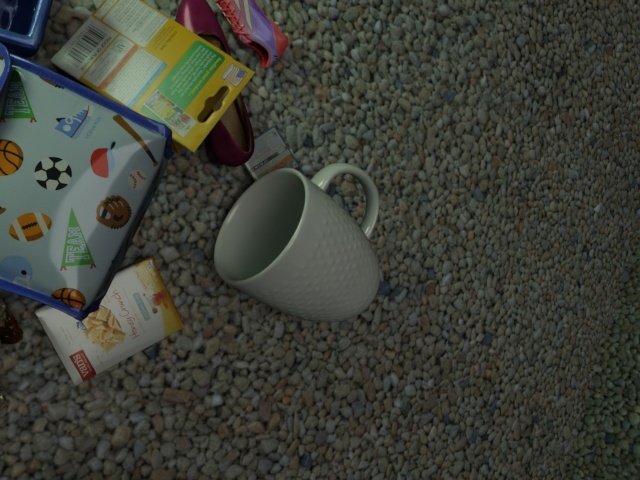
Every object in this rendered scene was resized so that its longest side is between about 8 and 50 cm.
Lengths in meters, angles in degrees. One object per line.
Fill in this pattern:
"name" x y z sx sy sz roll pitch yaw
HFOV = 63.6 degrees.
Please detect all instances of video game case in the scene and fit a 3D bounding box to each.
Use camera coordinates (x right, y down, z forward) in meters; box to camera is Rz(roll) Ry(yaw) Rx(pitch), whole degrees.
"video game case" -0.112 -0.173 1.238 0.119 0.015 0.166 -38 103 -22

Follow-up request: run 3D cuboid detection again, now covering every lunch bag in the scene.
"lunch bag" -0.467 -0.099 0.782 0.385 0.239 0.328 26 79 -13

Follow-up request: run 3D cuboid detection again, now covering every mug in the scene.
"mug" 0.000 0.000 1.168 0.328 0.276 0.374 36 83 -38

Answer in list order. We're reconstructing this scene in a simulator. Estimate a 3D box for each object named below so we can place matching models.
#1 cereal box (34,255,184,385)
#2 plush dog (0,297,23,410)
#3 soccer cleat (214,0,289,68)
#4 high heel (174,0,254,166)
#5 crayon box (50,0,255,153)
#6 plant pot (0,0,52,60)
"cereal box" -0.425 0.159 1.059 0.240 0.047 0.173 -29 106 -27
"plush dog" -0.621 0.182 0.864 0.210 0.262 0.225 30 68 -2
"soccer cleat" -0.177 -0.502 1.161 0.248 0.083 0.095 40 77 -29
"high heel" -0.209 -0.345 1.086 0.127 0.181 0.377 -19 102 -29
"crayon box" -0.312 -0.315 0.997 0.323 0.083 0.203 33 77 4
"plant pot" -0.570 -0.435 0.848 0.235 0.212 0.236 12 87 -31
